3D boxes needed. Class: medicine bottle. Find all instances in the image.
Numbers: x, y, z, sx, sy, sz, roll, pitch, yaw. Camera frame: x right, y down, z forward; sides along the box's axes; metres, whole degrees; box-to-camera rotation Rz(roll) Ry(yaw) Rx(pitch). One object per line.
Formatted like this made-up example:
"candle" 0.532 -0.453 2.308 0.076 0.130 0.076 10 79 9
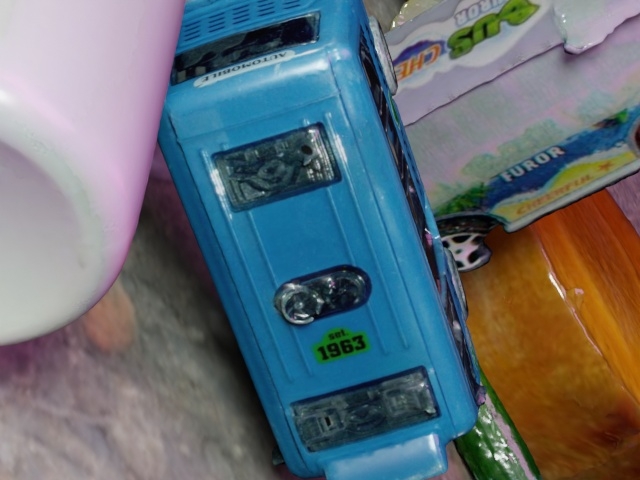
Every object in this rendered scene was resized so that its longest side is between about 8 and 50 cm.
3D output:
"medicine bottle" -0.134 -0.090 0.814 0.152 0.152 0.254 47 31 -31

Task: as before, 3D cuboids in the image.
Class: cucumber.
"cucumber" 0.098 0.113 1.181 0.168 0.039 0.039 62 27 0

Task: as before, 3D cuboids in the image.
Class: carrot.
"carrot" 0.163 0.025 1.309 0.258 0.100 0.307 9 58 -62

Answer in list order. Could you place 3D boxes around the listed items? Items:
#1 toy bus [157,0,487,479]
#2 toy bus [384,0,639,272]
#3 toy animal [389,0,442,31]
"toy bus" 0.000 0.000 0.945 0.134 0.113 0.246 -94 167 -62
"toy bus" 0.105 -0.077 1.048 0.138 0.317 0.112 34 37 -42
"toy animal" 0.097 -0.170 1.312 0.219 0.155 0.095 -64 162 -50
